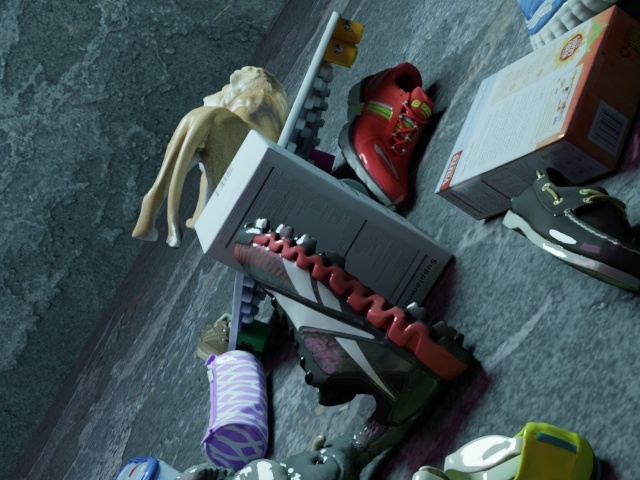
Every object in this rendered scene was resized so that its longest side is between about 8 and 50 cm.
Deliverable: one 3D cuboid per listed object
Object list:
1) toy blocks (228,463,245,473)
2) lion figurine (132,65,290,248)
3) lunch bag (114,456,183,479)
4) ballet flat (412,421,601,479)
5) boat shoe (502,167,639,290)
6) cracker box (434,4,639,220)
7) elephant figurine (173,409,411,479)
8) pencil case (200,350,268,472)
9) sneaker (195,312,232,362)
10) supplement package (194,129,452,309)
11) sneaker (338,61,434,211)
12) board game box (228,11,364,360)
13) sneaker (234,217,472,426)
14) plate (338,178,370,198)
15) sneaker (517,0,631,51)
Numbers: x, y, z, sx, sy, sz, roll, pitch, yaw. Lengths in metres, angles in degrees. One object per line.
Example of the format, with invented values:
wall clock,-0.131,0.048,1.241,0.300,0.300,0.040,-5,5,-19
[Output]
toy blocks,-0.096,0.315,1.324,0.123,0.054,0.148,-49,19,36
lion figurine,-0.124,-0.114,1.439,0.392,0.142,0.240,-67,-7,-82
lunch bag,-0.282,0.455,1.539,0.303,0.115,0.243,-64,15,-19
ballet flat,0.116,0.197,0.858,0.231,0.077,0.077,-43,24,45
boat shoe,0.216,-0.016,0.924,0.068,0.081,0.228,-62,13,7
cracker box,0.223,-0.121,1.110,0.232,0.067,0.155,-22,40,63
elephant figurine,-0.035,0.269,1.081,0.239,0.169,0.186,-25,64,37
pencil case,-0.115,0.223,1.480,0.086,0.088,0.206,-51,19,15
sneaker,-0.157,0.160,1.753,0.071,0.066,0.188,-59,17,0
supplement package,0.000,0.000,1.244,0.139,0.244,0.134,-58,17,6
sneaker,0.099,-0.156,1.491,0.118,0.107,0.279,-29,36,25
board game box,-0.037,-0.060,1.564,0.390,0.050,0.390,103,-174,-59
sneaker,0.006,0.084,1.083,0.135,0.276,0.097,-56,-23,0
plate,0.000,0.007,1.391,0.024,0.188,0.188,27,85,33
sneaker,0.283,-0.310,1.056,0.130,0.147,0.330,-32,-1,-35
